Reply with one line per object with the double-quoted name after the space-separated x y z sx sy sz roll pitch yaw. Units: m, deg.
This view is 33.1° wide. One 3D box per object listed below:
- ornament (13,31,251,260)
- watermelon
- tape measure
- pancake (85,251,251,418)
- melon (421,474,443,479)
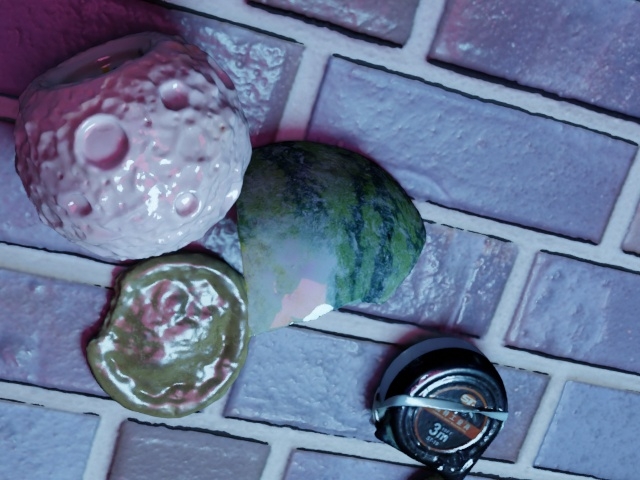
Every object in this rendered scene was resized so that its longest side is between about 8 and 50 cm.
-0.201 -0.098 1.189 0.259 0.259 0.225 -22 115 -6 "ornament"
0.000 0.000 1.327 0.255 0.260 0.176 25 117 -6 "watermelon"
0.169 0.227 1.500 0.182 0.107 0.181 36 101 -25 "tape measure"
-0.189 0.126 1.394 0.236 0.042 0.222 -46 113 4 "pancake"
0.164 0.401 1.571 0.098 0.098 0.131 37 94 -25 "melon"
